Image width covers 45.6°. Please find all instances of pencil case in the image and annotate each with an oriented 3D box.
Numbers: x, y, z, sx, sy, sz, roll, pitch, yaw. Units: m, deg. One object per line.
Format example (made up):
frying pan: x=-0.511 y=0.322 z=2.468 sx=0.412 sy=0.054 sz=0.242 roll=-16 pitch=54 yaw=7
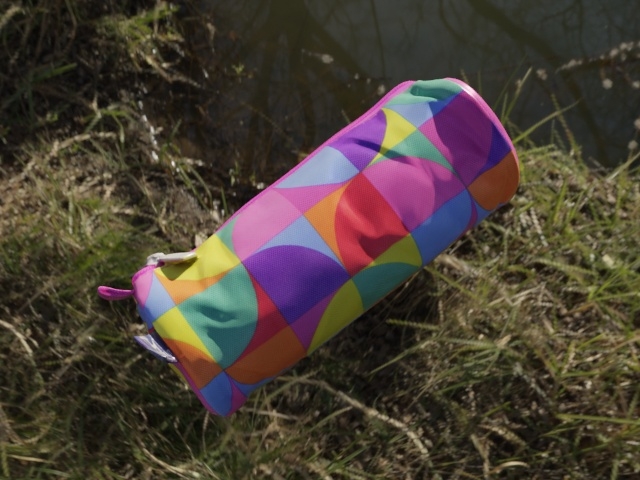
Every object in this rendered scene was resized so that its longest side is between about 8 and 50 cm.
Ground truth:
pencil case: x=0.000 y=0.000 z=0.438 sx=0.236 sy=0.104 sz=0.104 roll=-35 pitch=76 yaw=-11
